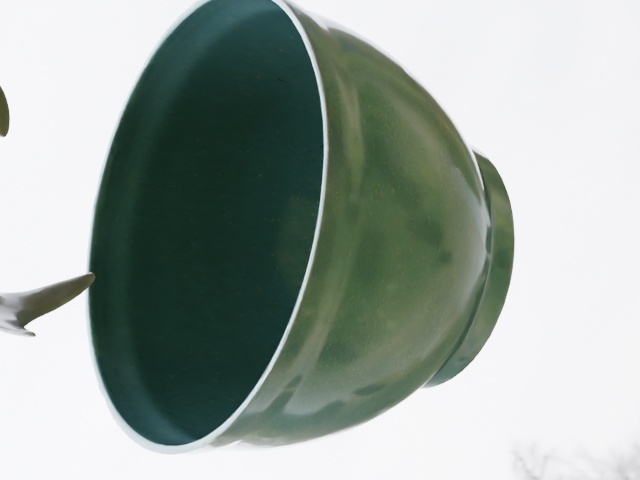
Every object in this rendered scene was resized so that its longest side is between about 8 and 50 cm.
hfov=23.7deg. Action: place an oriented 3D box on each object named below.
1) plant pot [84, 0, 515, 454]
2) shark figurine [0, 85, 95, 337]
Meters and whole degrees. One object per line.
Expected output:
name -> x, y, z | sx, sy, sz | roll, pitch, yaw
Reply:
plant pot -> 0.000, 0.000, 0.991 | 0.196, 0.293, 0.293 | 11, -88, -33
shark figurine -> -0.242, -0.061, 0.867 | 0.116, 0.166, 0.278 | 46, -150, -78
